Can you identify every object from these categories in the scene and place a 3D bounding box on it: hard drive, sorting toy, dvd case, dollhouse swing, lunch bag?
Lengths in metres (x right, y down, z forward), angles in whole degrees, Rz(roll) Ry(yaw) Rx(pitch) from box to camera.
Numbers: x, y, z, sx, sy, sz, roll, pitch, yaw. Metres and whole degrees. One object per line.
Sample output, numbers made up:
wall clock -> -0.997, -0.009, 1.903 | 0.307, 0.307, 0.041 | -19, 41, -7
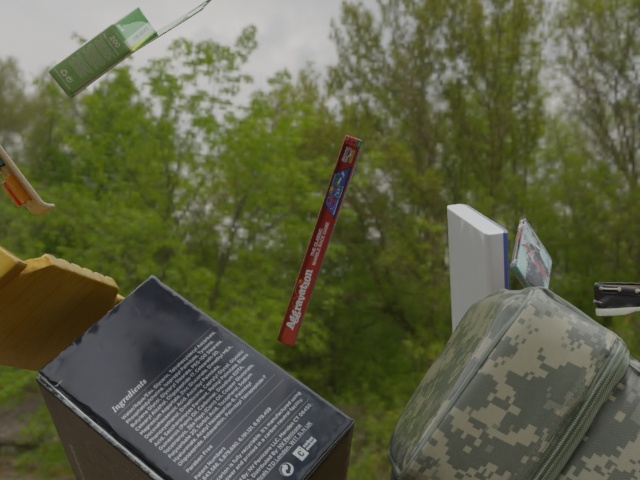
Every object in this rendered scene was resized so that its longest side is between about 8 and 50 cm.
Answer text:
hard drive -> 0.275, 0.115, 1.584 | 0.040, 0.319, 0.210 | -7, 16, -9
sorting toy -> -0.585, -0.125, 1.695 | 0.208, 0.038, 0.193 | 51, -19, -13
dvd case -> 0.314, 0.034, 1.356 | 0.013, 0.119, 0.087 | -24, -66, 32
dollhouse swing -> -0.607, 0.054, 1.665 | 0.315, 0.305, 0.347 | -40, -24, 6
lunch bag -> 0.215, 0.193, 0.823 | 0.256, 0.213, 0.305 | 33, -6, 5

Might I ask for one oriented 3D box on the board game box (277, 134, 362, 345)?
board game box -> 0.000, 0.000, 1.251 | 0.027, 0.282, 0.145 | 19, 0, 2

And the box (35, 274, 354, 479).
box -> -0.217, 0.404, 1.670 | 0.471, 0.297, 0.480 | 32, -34, 21

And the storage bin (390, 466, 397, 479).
storage bin -> 0.170, 0.351, 1.458 | 0.098, 0.135, 0.091 | 10, 31, 13

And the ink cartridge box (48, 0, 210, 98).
ink cartridge box -> -0.267, -0.306, 1.326 | 0.235, 0.056, 0.171 | -32, 18, 14

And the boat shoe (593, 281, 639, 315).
boat shoe -> 0.350, 0.055, 0.957 | 0.125, 0.038, 0.046 | -9, -1, 30
